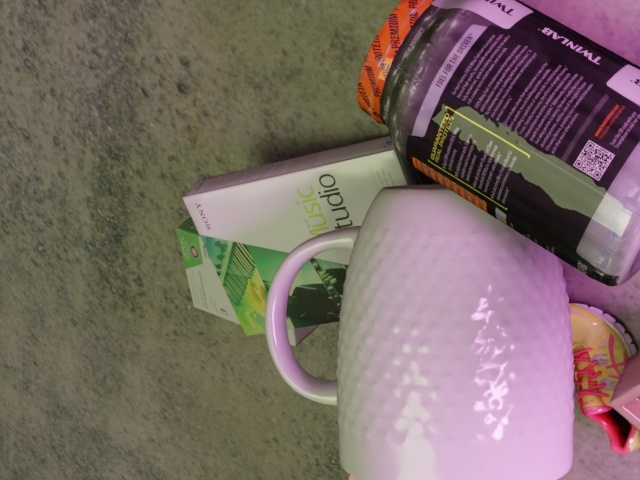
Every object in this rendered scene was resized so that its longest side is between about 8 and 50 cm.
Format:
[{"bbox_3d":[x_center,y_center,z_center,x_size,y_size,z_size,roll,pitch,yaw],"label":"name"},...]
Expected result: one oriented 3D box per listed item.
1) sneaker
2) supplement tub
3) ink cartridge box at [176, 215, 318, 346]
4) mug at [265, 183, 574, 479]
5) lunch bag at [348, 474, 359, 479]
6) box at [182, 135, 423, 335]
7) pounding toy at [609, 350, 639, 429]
[{"bbox_3d":[0.342,0.169,1.442,0.208,0.094,0.081,54,144,-3],"label":"sneaker"},{"bbox_3d":[0.218,-0.120,1.224,0.338,0.207,0.207,34,140,19],"label":"supplement tub"},{"bbox_3d":[-0.101,0.048,1.783,0.212,0.093,0.154,18,132,32],"label":"ink cartridge box"},{"bbox_3d":[0.110,0.099,1.405,0.374,0.276,0.328,1,95,20],"label":"mug"},{"bbox_3d":[0.131,0.387,1.704,0.120,0.258,0.293,18,133,35],"label":"lunch bag"},{"bbox_3d":[0.000,0.000,1.583,0.322,0.058,0.232,-11,115,27],"label":"box"},{"bbox_3d":[0.471,0.182,1.334,0.206,0.094,0.181,39,138,-2],"label":"pounding toy"}]
